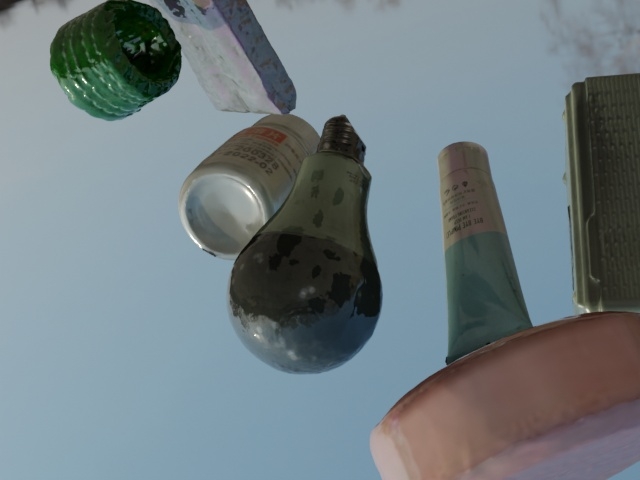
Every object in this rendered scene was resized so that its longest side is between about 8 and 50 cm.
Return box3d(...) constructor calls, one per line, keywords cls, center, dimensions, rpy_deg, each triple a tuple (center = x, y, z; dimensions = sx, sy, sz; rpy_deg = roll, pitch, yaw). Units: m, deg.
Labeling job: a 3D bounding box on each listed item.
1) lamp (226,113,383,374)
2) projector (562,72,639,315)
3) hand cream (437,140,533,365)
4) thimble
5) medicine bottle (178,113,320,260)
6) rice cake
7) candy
box3d(cls="lamp", center=(0.009, 0.015, 1.495), dimensions=(0.182, 0.182, 0.314), rpy_deg=(0, -131, 39))
box3d(cls="projector", center=(0.287, -0.007, 1.215), dimensions=(0.099, 0.192, 0.256), rpy_deg=(-4, -118, 10))
box3d(cls="hand cream", center=(0.192, 0.012, 1.522), dimensions=(0.111, 0.070, 0.312), rpy_deg=(-22, -134, 23))
box3d(cls="thimble", center=(-0.207, -0.187, 1.288), dimensions=(0.090, 0.118, 0.130), rpy_deg=(-23, -152, 30))
box3d(cls="medicine bottle", center=(-0.086, -0.080, 1.720), dimensions=(0.144, 0.144, 0.252), rpy_deg=(-7, -162, 23))
box3d(cls="rice cake", center=(-0.128, -0.246, 1.347), dimensions=(0.106, 0.298, 0.050), rpy_deg=(7, -127, 37))
box3d(cls="candy", center=(0.153, 0.146, 0.960), dimensions=(0.255, 0.094, 0.255), rpy_deg=(-19, 157, -8))
